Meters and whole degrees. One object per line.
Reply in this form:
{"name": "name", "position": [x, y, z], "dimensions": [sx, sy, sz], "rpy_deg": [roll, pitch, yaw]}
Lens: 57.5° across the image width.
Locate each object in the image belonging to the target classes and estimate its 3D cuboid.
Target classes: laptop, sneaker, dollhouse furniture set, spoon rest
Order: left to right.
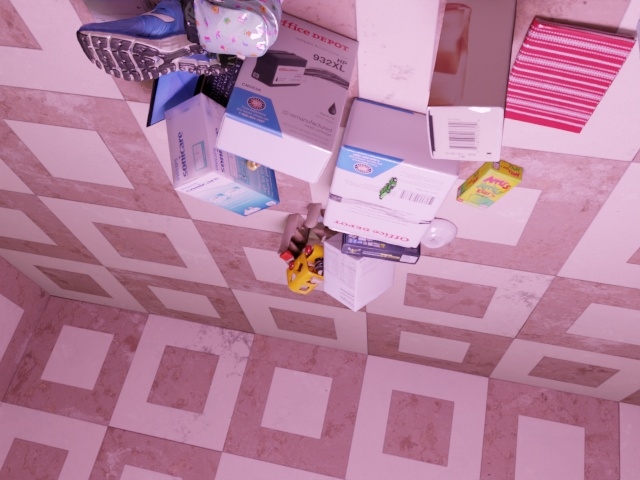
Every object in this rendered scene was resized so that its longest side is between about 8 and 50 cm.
{"name": "sneaker", "position": [-0.346, -0.436, 1.248], "dimensions": [0.329, 0.147, 0.130], "rpy_deg": [-2, 155, -10]}
{"name": "laptop", "position": [-0.271, -0.341, 1.442], "dimensions": [0.264, 0.137, 0.234], "rpy_deg": [21, 153, -13]}
{"name": "dollhouse furniture set", "position": [0.000, 0.000, 1.955], "dimensions": [0.241, 0.161, 0.212], "rpy_deg": [-1, 150, 28]}
{"name": "spoon rest", "position": [0.312, -0.009, 1.906], "dimensions": [0.276, 0.084, 0.137], "rpy_deg": [-21, 141, 29]}

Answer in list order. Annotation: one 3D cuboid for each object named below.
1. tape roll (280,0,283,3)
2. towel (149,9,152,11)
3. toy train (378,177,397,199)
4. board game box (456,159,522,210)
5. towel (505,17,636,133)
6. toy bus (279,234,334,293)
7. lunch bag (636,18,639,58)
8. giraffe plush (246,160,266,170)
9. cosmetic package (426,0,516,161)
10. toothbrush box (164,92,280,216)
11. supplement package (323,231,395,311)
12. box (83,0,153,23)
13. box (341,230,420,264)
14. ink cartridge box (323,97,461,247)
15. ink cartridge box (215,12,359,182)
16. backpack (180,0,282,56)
{"name": "tape roll", "position": [-0.162, -0.524, 1.101], "dimensions": [0.219, 0.072, 0.219], "rpy_deg": [10, 154, 5]}
{"name": "towel", "position": [-0.357, -0.477, 1.301], "dimensions": [0.083, 0.009, 0.060], "rpy_deg": [8, 135, -45]}
{"name": "toy train", "position": [0.163, -0.123, 1.413], "dimensions": [0.017, 0.024, 0.083], "rpy_deg": [21, 151, -12]}
{"name": "board game box", "position": [0.452, -0.150, 1.574], "dimensions": [0.092, 0.043, 0.181], "rpy_deg": [19, 153, -9]}
{"name": "towel", "position": [0.494, -0.333, 1.210], "dimensions": [0.198, 0.031, 0.275], "rpy_deg": [13, 152, 6]}
{"name": "toy bus", "position": [-0.024, 0.095, 1.911], "dimensions": [0.190, 0.105, 0.202], "rpy_deg": [-13, 144, 4]}
{"name": "lunch bag", "position": [0.706, -0.357, 0.968], "dimensions": [0.224, 0.108, 0.279], "rpy_deg": [25, 152, -22]}
{"name": "giraffe plush", "position": [-0.103, -0.254, 1.452], "dimensions": [0.210, 0.171, 0.181], "rpy_deg": [11, 156, -24]}
{"name": "cosmetic package", "position": [0.279, -0.307, 1.064], "dimensions": [0.129, 0.296, 0.153], "rpy_deg": [6, 151, 18]}
{"name": "toothbrush box", "position": [-0.245, -0.208, 1.492], "dimensions": [0.126, 0.217, 0.295], "rpy_deg": [-20, 160, 25]}
{"name": "supplement package", "position": [0.126, 0.074, 1.858], "dimensions": [0.149, 0.194, 0.203], "rpy_deg": [31, 135, 36]}
{"name": "box", "position": [-0.450, -0.533, 1.261], "dimensions": [0.145, 0.038, 0.186], "rpy_deg": [6, 152, 14]}
{"name": "box", "position": [0.182, -0.034, 1.747], "dimensions": [0.232, 0.184, 0.059], "rpy_deg": [10, 146, -5]}
{"name": "ink cartridge box", "position": [0.178, -0.161, 1.546], "dimensions": [0.285, 0.166, 0.395], "rpy_deg": [14, 153, 0]}
{"name": "ink cartridge box", "position": [-0.063, -0.307, 1.217], "dimensions": [0.223, 0.308, 0.129], "rpy_deg": [18, 151, -9]}
{"name": "backpack", "position": [-0.165, -0.419, 1.099], "dimensions": [0.181, 0.115, 0.152], "rpy_deg": [9, 151, 3]}
